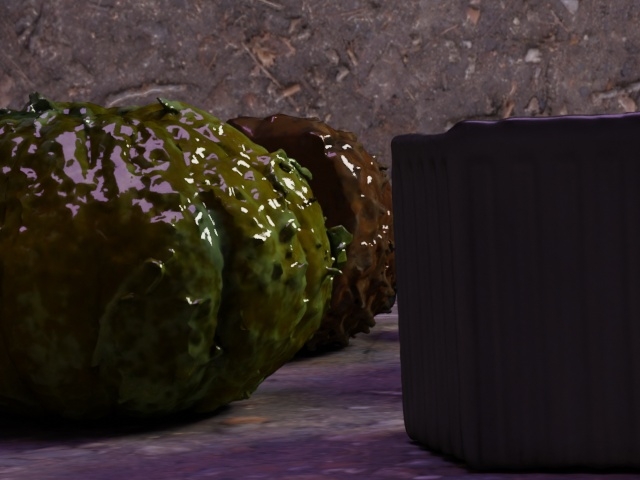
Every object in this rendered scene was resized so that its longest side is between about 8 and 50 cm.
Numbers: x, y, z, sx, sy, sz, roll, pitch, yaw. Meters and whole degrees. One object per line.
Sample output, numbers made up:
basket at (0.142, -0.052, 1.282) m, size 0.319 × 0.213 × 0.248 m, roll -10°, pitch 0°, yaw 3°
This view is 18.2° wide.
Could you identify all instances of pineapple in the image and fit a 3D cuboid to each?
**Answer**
pineapple at (0.000, 0.000, 1.741) m, size 0.202 × 0.202 × 0.362 m, roll -1°, pitch -4°, yaw 17°

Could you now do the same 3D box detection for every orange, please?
orange at (-0.139, 0.009, 1.341) m, size 0.301 × 0.223 × 0.300 m, roll 1°, pitch 10°, yaw 36°

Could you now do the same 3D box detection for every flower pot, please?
flower pot at (0.158, 0.023, 1.137) m, size 0.209 × 0.189 × 0.239 m, roll 0°, pitch 3°, yaw 45°
